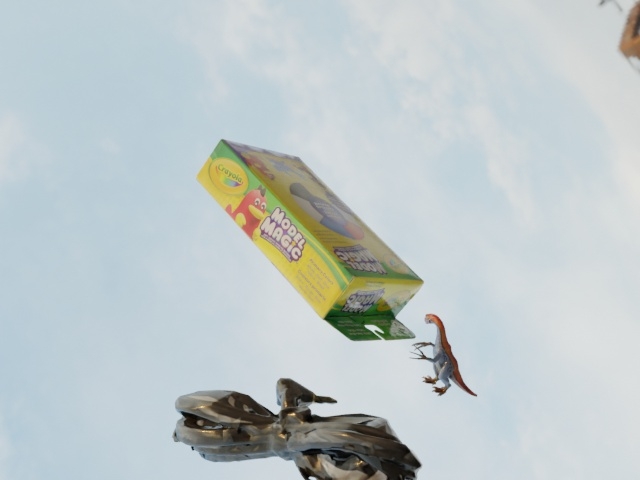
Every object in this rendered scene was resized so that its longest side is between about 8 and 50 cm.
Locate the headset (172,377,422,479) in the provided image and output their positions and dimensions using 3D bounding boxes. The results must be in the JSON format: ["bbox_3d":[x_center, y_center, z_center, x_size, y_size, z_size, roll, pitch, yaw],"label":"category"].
[{"bbox_3d":[0.012,0.266,0.419,0.243,0.185,0.394,-20,-69,-55],"label":"headset"}]

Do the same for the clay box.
[{"bbox_3d":[0.000,0.000,0.816,0.222,0.053,0.127,45,-160,27],"label":"clay box"}]

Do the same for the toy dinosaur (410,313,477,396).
[{"bbox_3d":[0.128,0.117,0.950,0.090,0.082,0.047,7,-159,-16],"label":"toy dinosaur"}]
